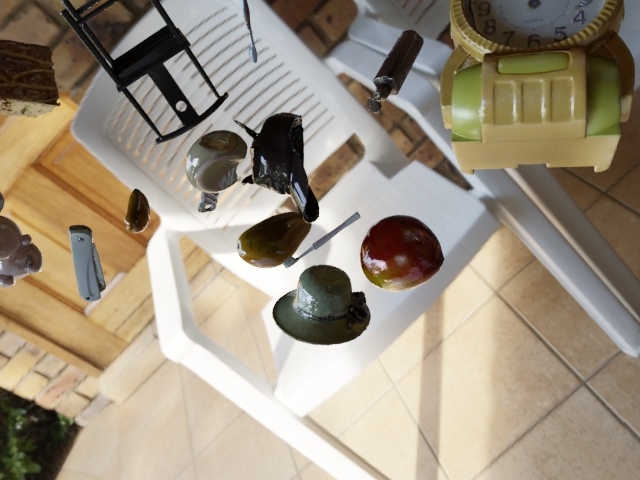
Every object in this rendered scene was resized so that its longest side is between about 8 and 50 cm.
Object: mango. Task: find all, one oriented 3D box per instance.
[{"bbox_3d":[-0.122,-0.002,1.831,0.253,0.139,0.113,-29,-12,-33],"label":"mango"},{"bbox_3d":[-0.515,-0.082,1.815,0.063,0.077,0.127,-1,78,5],"label":"mango"}]

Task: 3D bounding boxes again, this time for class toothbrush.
[{"bbox_3d":[0.001,0.001,1.328,0.194,0.017,0.014,-34,39,12],"label":"toothbrush"},{"bbox_3d":[-0.135,-0.415,1.153,0.013,0.193,0.019,-24,34,-24],"label":"toothbrush"}]

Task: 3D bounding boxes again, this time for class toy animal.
[{"bbox_3d":[-0.651,-0.004,1.276,0.124,0.213,0.124,-9,48,10],"label":"toy animal"}]

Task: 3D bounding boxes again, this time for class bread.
[{"bbox_3d":[-0.809,-0.410,1.597,0.114,0.274,0.185,-29,70,48],"label":"bread"}]

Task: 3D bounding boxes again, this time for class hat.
[{"bbox_3d":[0.007,0.133,1.594,0.256,0.130,0.257,3,30,-2],"label":"hat"},{"bbox_3d":[-0.129,-0.191,1.723,0.208,0.238,0.337,-11,64,2],"label":"hat"}]

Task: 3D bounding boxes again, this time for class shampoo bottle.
[{"bbox_3d":[0.173,-0.398,1.518,0.067,0.068,0.237,6,59,42],"label":"shampoo bottle"}]

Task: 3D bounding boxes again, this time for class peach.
[{"bbox_3d":[0.190,0.030,1.476,0.197,0.197,0.197,-32,36,26],"label":"peach"}]

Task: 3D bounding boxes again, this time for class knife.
[{"bbox_3d":[-0.615,0.063,1.696,0.041,0.073,0.266,-99,12,-46],"label":"knife"}]

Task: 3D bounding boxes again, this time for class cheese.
[{"bbox_3d":[-0.284,-0.171,1.710,0.082,0.163,0.286,62,152,27],"label":"cheese"}]

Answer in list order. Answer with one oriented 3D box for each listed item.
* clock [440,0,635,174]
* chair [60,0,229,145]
[{"bbox_3d":[0.297,-0.266,0.903,0.243,0.200,0.317,1,69,16],"label":"clock"},{"bbox_3d":[-0.292,-0.316,1.083,0.154,0.260,0.141,-33,34,0],"label":"chair"}]
